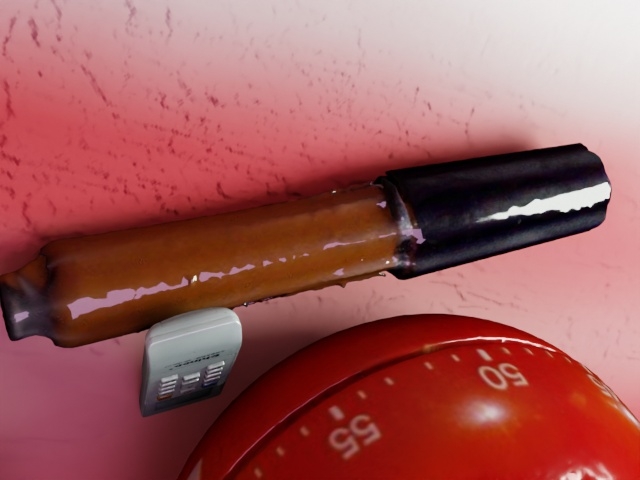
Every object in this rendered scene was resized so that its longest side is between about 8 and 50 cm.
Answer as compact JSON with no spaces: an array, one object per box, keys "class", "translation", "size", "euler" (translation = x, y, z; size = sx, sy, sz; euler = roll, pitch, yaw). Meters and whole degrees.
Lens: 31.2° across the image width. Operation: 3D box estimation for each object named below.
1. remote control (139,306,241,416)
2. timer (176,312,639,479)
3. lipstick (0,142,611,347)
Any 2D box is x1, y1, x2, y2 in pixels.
[{"class":"remote control","translation":[-0.089,0.082,0.756],"size":[0.061,0.029,0.162],"euler":[-13,162,-16]},{"class":"timer","translation":[0.068,0.233,0.822],"size":[0.378,0.279,0.378],"euler":[-13,123,-21]},{"class":"lipstick","translation":[0.000,0.000,0.766],"size":[0.418,0.077,0.077],"euler":[-12,125,-18]}]
